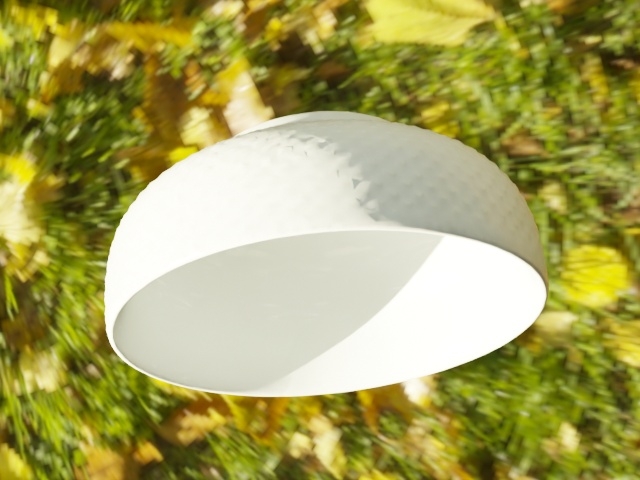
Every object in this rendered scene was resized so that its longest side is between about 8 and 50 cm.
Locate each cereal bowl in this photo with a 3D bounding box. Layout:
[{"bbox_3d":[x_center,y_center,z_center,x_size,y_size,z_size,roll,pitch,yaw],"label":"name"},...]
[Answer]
[{"bbox_3d":[0.000,0.000,1.503,0.338,0.339,0.141,-2,65,-10],"label":"cereal bowl"}]
